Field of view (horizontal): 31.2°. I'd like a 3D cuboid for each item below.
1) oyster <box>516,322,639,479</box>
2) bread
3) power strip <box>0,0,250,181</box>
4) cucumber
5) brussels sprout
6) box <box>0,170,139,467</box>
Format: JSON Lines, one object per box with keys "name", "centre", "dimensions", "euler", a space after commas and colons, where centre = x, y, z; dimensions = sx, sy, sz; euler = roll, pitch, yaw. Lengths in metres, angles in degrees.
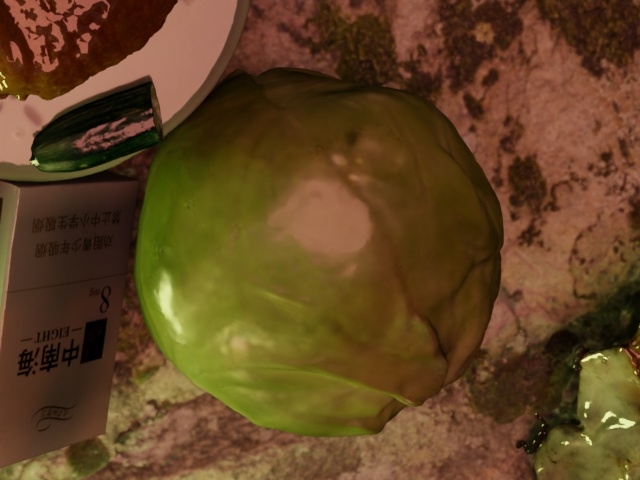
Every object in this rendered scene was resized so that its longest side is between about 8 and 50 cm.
{"name": "oyster", "centre": [0.304, 0.171, 1.120], "dimensions": [0.198, 0.133, 0.337], "euler": [11, 117, -40]}
{"name": "bread", "centre": [-0.215, -0.220, 0.757], "dimensions": [0.227, 0.142, 0.253], "euler": [-27, 106, -11]}
{"name": "power strip", "centre": [-0.236, -0.218, 0.911], "dimensions": [0.358, 0.161, 0.357], "euler": [-3, 105, -11]}
{"name": "cucumber", "centre": [-0.166, -0.079, 0.854], "dimensions": [0.105, 0.048, 0.048], "euler": [-20, 106, -1]}
{"name": "brussels sprout", "centre": [0.000, 0.000, 0.973], "dimensions": [0.328, 0.247, 0.328], "euler": [-6, 120, -11]}
{"name": "box", "centre": [-0.240, 0.062, 0.978], "dimensions": [0.067, 0.155, 0.242], "euler": [16, 101, 30]}
